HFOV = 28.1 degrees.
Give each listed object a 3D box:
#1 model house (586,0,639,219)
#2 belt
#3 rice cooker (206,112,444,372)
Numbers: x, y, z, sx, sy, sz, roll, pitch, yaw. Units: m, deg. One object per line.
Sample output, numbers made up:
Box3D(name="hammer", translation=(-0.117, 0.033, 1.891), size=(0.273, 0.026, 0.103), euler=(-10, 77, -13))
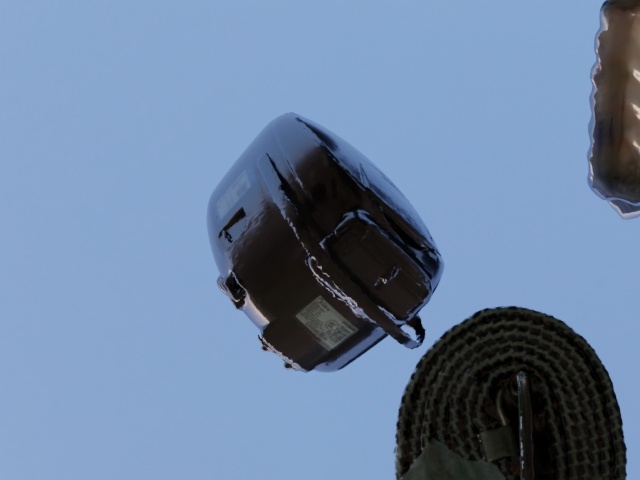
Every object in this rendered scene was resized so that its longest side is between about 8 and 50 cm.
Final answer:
Box3D(name="model house", translation=(0.496, -0.134, 1.206), size=(0.445, 0.400, 0.395), euler=(46, -141, 2))
Box3D(name="belt", translation=(0.168, 0.196, 1.163), size=(0.207, 0.150, 0.257), euler=(0, -109, 6))
Box3D(name="rice cooker", translation=(0.001, 0.000, 0.817), size=(0.118, 0.203, 0.142), euler=(-43, -65, 10))
